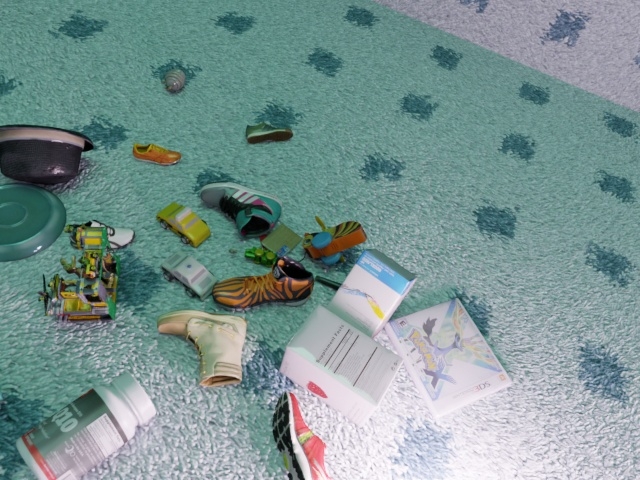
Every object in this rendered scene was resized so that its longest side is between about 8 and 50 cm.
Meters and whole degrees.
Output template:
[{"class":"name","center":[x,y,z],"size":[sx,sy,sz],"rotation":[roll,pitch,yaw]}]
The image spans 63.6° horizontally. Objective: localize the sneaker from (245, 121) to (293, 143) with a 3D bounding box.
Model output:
[{"class":"sneaker","center":[-0.213,-0.451,2.104],"size":[0.192,0.064,0.086],"rotation":[-10,62,-17]}]

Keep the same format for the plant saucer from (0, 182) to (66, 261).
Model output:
[{"class":"plant saucer","center":[-0.989,-0.074,1.650],"size":[0.317,0.044,0.318],"rotation":[6,53,-8]}]

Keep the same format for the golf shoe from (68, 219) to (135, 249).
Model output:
[{"class":"golf shoe","center":[-0.697,-0.021,1.649],"size":[0.198,0.094,0.077],"rotation":[-7,54,-20]}]

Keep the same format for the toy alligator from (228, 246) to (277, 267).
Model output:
[{"class":"toy alligator","center":[-0.212,0.044,1.737],"size":[0.189,0.056,0.051],"rotation":[17,51,0]}]

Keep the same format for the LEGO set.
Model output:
[{"class":"LEGO set","center":[-0.688,0.102,1.440],"size":[0.192,0.331,0.255],"rotation":[0,74,-11]}]

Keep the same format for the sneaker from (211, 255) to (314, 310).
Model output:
[{"class":"sneaker","center":[-0.174,0.122,1.608],"size":[0.321,0.180,0.125],"rotation":[-4,55,-16]}]

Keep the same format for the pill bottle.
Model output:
[{"class":"pill bottle","center":[-0.567,0.463,1.270],"size":[0.161,0.161,0.283],"rotation":[43,56,19]}]

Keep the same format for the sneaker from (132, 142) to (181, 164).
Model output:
[{"class":"sneaker","center":[-0.606,-0.323,1.914],"size":[0.175,0.067,0.064],"rotation":[3,51,-13]}]

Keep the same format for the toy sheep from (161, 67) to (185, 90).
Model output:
[{"class":"toy sheep","center":[-0.613,-0.672,2.166],"size":[0.091,0.091,0.132],"rotation":[13,57,-3]}]

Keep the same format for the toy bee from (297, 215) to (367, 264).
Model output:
[{"class":"toy bee","center":[0.000,0.000,1.759],"size":[0.298,0.195,0.162],"rotation":[-9,31,-7]}]

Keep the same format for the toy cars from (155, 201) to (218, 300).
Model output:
[{"class":"toy cars","center":[-0.439,0.014,1.686],"size":[0.176,0.087,0.394],"rotation":[-5,55,-17]}]

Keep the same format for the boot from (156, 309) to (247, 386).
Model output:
[{"class":"boot","center":[-0.348,0.311,1.483],"size":[0.262,0.095,0.203],"rotation":[8,53,-13]}]

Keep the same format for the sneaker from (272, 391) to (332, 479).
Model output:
[{"class":"sneaker","center":[-0.046,0.545,1.392],"size":[0.118,0.107,0.279],"rotation":[3,54,-35]}]

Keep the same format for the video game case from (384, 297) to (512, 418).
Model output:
[{"class":"video game case","center":[0.406,0.363,1.657],"size":[0.300,0.036,0.329],"rotation":[-15,58,-23]}]

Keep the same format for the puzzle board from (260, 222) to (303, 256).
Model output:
[{"class":"puzzle board","center":[-0.136,0.002,1.810],"size":[0.096,0.011,0.128],"rotation":[36,50,10]}]

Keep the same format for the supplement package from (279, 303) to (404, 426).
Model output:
[{"class":"supplement package","center":[0.054,0.359,1.485],"size":[0.293,0.177,0.175],"rotation":[32,53,11]}]

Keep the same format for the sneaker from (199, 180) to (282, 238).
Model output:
[{"class":"sneaker","center":[-0.284,-0.095,1.790],"size":[0.295,0.124,0.178],"rotation":[11,42,-7]}]

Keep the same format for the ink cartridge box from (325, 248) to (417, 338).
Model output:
[{"class":"ink cartridge box","center":[0.157,0.166,1.592],"size":[0.168,0.233,0.171],"rotation":[35,11,15]}]

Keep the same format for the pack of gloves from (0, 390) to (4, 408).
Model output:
[{"class":"pack of gloves","center":[-0.930,0.408,1.314],"size":[0.232,0.046,0.195],"rotation":[40,66,21]}]

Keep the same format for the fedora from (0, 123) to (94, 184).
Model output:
[{"class":"fedora","center":[-0.932,-0.273,1.713],"size":[0.334,0.334,0.153],"rotation":[-2,84,-15]}]

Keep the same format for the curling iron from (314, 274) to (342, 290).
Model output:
[{"class":"curling iron","center":[0.104,0.183,1.721],"size":[0.274,0.035,0.068],"rotation":[29,52,9]}]

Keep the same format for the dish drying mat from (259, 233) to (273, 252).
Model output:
[{"class":"dish drying mat","center":[-0.189,0.013,1.797],"size":[0.032,0.008,0.083],"rotation":[-10,57,-19]}]
